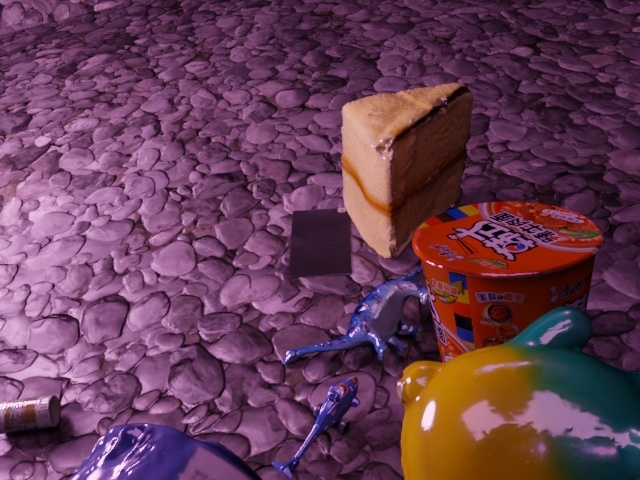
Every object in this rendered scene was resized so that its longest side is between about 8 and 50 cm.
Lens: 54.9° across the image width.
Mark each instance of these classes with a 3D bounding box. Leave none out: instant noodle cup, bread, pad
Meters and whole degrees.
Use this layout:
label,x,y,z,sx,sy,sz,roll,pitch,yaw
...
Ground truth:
label,x,y,z,sx,sy,sz,roll,pitch,yaw
instant noodle cup,0.260,0.075,0.867,0.250,0.192,0.250,-7,23,3
bread,0.179,-0.123,1.093,0.236,0.264,0.198,-15,44,-11
pad,0.000,0.000,1.166,0.116,0.004,0.193,-3,42,4

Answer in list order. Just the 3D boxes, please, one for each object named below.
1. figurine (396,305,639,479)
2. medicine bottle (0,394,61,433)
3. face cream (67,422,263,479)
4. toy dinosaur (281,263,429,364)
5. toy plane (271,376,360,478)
label,x,y,z,sx,sy,sz,roll,pitch,yaw
figurine,0.253,0.235,0.689,0.339,0.231,0.324,-2,75,-2
medicine bottle,-0.428,0.253,0.896,0.083,0.047,0.047,-7,41,-2
face cream,-0.178,0.341,0.616,0.248,0.249,0.225,13,39,21
toy dinosaur,0.102,0.123,0.962,0.329,0.076,0.144,-38,42,-18
toy plane,0.000,0.249,0.840,0.054,0.062,0.167,25,60,30
